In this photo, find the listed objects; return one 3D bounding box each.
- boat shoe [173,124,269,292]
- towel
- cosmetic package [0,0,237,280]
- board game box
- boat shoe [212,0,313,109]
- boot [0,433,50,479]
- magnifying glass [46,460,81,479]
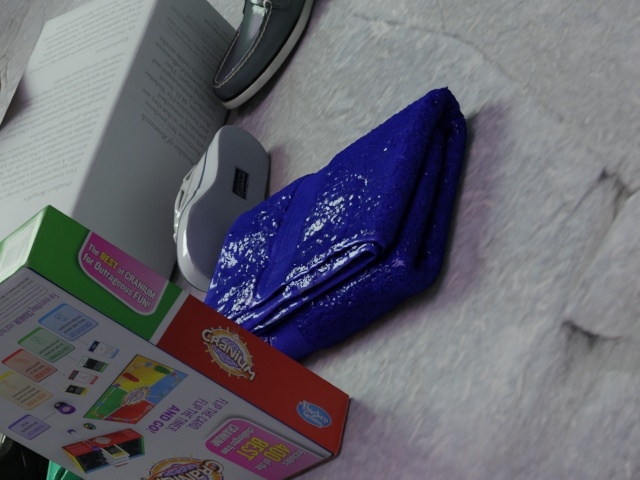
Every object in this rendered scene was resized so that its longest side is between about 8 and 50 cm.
[{"bbox_3d":[-0.111,-0.018,1.833,0.084,0.095,0.258,-46,16,32],"label":"boat shoe"},{"bbox_3d":[0.000,0.000,1.604,0.308,0.076,0.227,-31,35,43],"label":"towel"},{"bbox_3d":[-0.264,-0.086,2.040,0.230,0.161,0.453,-17,42,37],"label":"cosmetic package"},{"bbox_3d":[-0.172,0.121,1.482,0.242,0.316,0.064,-31,34,43],"label":"board game box"},{"bbox_3d":[-0.060,-0.306,2.063,0.116,0.099,0.319,2,61,62],"label":"boat shoe"},{"bbox_3d":[-0.377,0.289,1.943,0.178,0.085,0.236,-40,24,38],"label":"boot"},{"bbox_3d":[-0.277,0.260,1.860,0.092,0.026,0.231,-25,40,49],"label":"magnifying glass"}]
